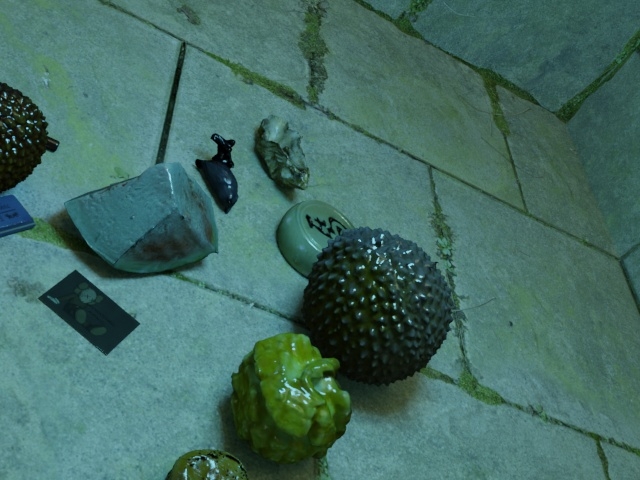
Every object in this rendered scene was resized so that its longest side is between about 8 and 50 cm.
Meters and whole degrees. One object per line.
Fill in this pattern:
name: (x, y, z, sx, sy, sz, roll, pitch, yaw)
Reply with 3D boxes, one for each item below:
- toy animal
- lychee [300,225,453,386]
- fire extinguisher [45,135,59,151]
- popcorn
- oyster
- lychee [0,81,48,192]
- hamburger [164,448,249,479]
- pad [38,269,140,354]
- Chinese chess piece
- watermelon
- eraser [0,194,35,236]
toy animal: (-0.284, -0.179, 2.196, 0.117, 0.121, 0.210, 4, 54, -14)
lychee: (0.132, 0.158, 1.980, 0.380, 0.432, 0.380, -4, 51, 4)
fire extinguisher: (-0.716, -0.272, 1.942, 0.173, 0.049, 0.035, 25, 46, -20)
popcorn: (-0.067, 0.333, 1.714, 0.247, 0.282, 0.282, -3, 53, -28)
oyster: (-0.114, -0.256, 2.411, 0.166, 0.110, 0.341, 6, 45, -45)
lychee: (-0.724, -0.229, 1.720, 0.267, 0.267, 0.267, 24, 39, -21)
hamburger: (-0.213, 0.487, 1.542, 0.185, 0.113, 0.177, 32, 36, -10)
pad: (-0.496, 0.153, 1.731, 0.190, 0.004, 0.127, 40, 36, -1)
Chinese chess piece: (0.000, 0.000, 2.250, 0.250, 0.101, 0.250, 25, 39, -22)
watermelon: (-0.383, -0.076, 1.856, 0.387, 0.258, 0.228, 0, 50, -37)
eraser: (-0.718, -0.041, 1.708, 0.082, 0.036, 0.225, 49, 37, 14)
